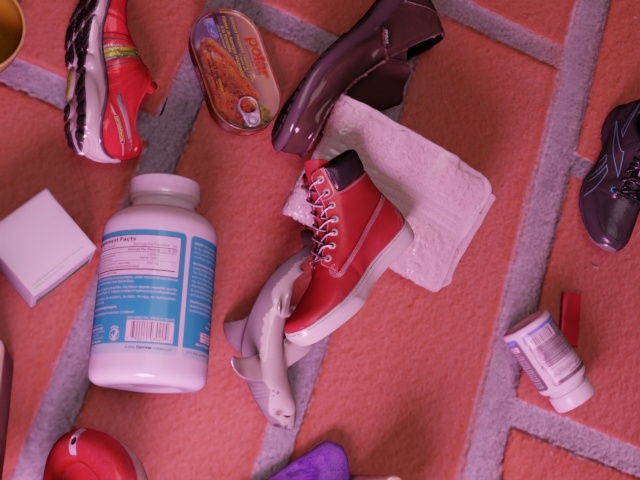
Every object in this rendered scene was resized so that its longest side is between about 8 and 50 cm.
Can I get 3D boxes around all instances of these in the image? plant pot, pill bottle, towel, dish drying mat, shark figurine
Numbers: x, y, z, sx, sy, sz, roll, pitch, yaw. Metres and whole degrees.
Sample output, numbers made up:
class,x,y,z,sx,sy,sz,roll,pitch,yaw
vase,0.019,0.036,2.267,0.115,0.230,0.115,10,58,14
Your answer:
class,x,y,z,sx,sy,sz,roll,pitch,yaw
plant pot,-0.450,-0.258,1.180,0.134,0.095,0.134,5,74,-17
pill bottle,-0.206,0.054,1.153,0.146,0.146,0.264,8,73,-17
towel,0.103,-0.058,1.279,0.282,0.049,0.187,26,94,-22
dish drying mat,0.383,0.121,1.409,0.032,0.008,0.083,13,73,-14
shark figurine,-0.073,0.097,1.217,0.166,0.116,0.278,27,74,-46
pill bottle,0.336,0.177,1.340,0.078,0.078,0.137,-33,88,-23

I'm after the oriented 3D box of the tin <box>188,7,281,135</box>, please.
class,x,y,z,sx,sy,sz,roll,pitch,yaw
tin,-0.124,-0.241,1.319,0.106,0.040,0.190,-16,81,-18

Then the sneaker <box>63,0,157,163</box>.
class,x,y,z,sx,sy,sz,roll,pitch,yaw
sneaker,-0.279,-0.236,1.247,0.118,0.107,0.279,10,75,-35

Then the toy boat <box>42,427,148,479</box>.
class,x,y,z,sx,sy,sz,roll,pitch,yaw
toy boat,-0.298,0.322,1.029,0.151,0.151,0.231,39,57,-45

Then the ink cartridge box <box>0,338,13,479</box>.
class,x,y,z,sx,sy,sz,roll,pitch,yaw
ink cartridge box,-0.399,0.234,1.014,0.088,0.193,0.235,5,74,-15

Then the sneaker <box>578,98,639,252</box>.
class,x,y,z,sx,sy,sz,roll,pitch,yaw
sneaker,0.484,-0.112,1.453,0.101,0.106,0.267,20,72,-14

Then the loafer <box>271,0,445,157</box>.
class,x,y,z,sx,sy,sz,roll,pitch,yaw
loafer,0.070,-0.242,1.330,0.130,0.134,0.366,42,67,-4

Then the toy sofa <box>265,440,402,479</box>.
class,x,y,z,sx,sy,sz,roll,pitch,yaw
toy sofa,-0.068,0.389,1.110,0.362,0.150,0.177,-23,85,-22

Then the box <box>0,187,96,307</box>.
class,x,y,z,sx,sy,sz,roll,pitch,yaw
box,-0.352,0.010,1.147,0.101,0.087,0.102,-41,91,-23

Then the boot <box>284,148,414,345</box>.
class,x,y,z,sx,sy,sz,roll,pitch,yaw
boot,0.000,0.000,1.161,0.176,0.088,0.244,53,55,-20
